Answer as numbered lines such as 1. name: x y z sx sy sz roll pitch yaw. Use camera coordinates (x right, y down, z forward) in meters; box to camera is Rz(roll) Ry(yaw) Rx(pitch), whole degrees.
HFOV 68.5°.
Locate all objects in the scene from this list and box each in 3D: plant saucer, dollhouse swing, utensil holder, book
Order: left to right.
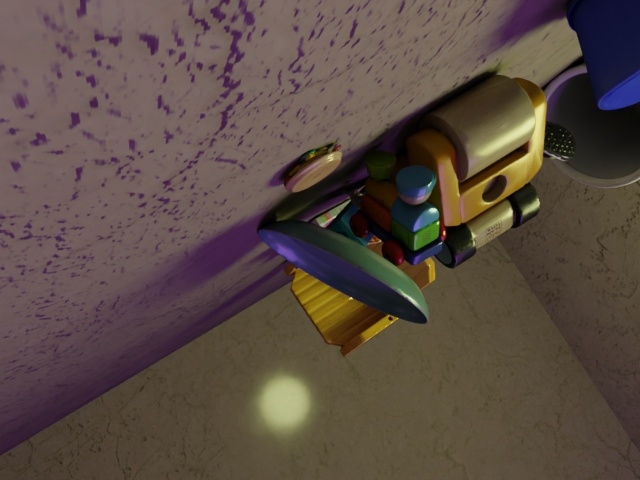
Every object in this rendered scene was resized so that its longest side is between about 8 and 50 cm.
1. book: 0.030 -0.053 1.075 0.144 0.035 0.096 -30 173 -31
2. plant saucer: 0.042 0.047 0.793 0.044 0.317 0.317 -61 180 -11
3. dollhouse swing: 0.112 0.110 1.432 0.315 0.347 0.305 -30 165 -22
4. utensil holder: 0.835 -0.371 1.241 0.385 0.328 0.327 -32 175 -20

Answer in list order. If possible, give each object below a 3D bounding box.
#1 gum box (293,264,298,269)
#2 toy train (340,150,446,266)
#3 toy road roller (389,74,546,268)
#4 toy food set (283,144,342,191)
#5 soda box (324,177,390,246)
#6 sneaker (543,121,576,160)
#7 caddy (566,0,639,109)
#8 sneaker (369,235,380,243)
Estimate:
1. gum box: 0.000 0.000 1.213 0.188 0.062 0.107 -31 175 -18
2. toy train: 0.092 -0.082 0.753 0.105 0.248 0.143 -26 133 -20
3. toy road roller: 0.229 -0.136 0.830 0.202 0.241 0.330 -31 138 -10
4. toy food set: -0.008 -0.086 0.567 0.082 0.020 0.083 -36 173 39
5. soda box: 0.087 -0.052 0.920 0.067 0.071 0.210 -36 -172 44
6. sneaker: 0.561 -0.275 1.260 0.097 0.234 0.084 99 15 -80
7. caddy: 0.425 -0.279 0.492 0.241 0.179 0.341 -10 175 -1
8. sneaker: 0.069 -0.014 1.097 0.262 0.099 0.121 -29 -179 -7
